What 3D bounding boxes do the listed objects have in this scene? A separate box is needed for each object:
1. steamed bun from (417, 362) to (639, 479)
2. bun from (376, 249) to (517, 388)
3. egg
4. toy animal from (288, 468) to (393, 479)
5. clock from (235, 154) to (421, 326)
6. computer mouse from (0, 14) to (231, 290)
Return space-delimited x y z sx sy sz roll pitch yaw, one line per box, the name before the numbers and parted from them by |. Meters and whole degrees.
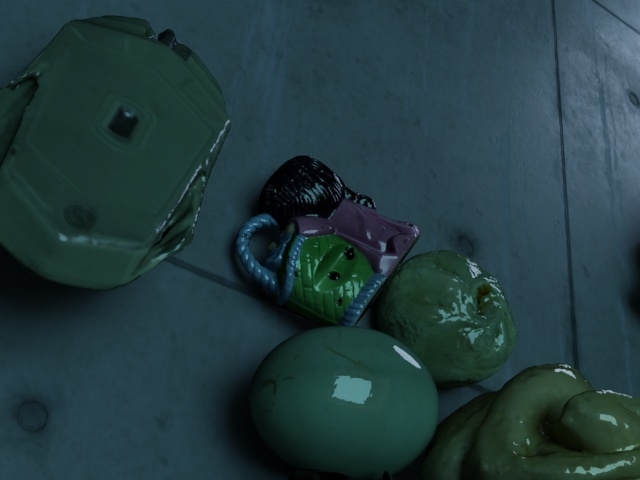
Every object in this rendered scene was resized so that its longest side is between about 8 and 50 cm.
steamed bun | 0.291 0.280 1.050 0.372 0.325 0.230 38 82 -13
bun | 0.169 0.096 1.203 0.195 0.118 0.195 16 59 -29
egg | 0.027 0.176 1.003 0.231 0.168 0.168 15 57 -37
toy animal | 0.009 0.297 0.923 0.179 0.218 0.116 -7 55 2
clock | 0.000 0.000 1.122 0.195 0.100 0.194 37 55 7
computer mouse | -0.228 -0.087 0.973 0.228 0.145 0.429 30 38 -13
